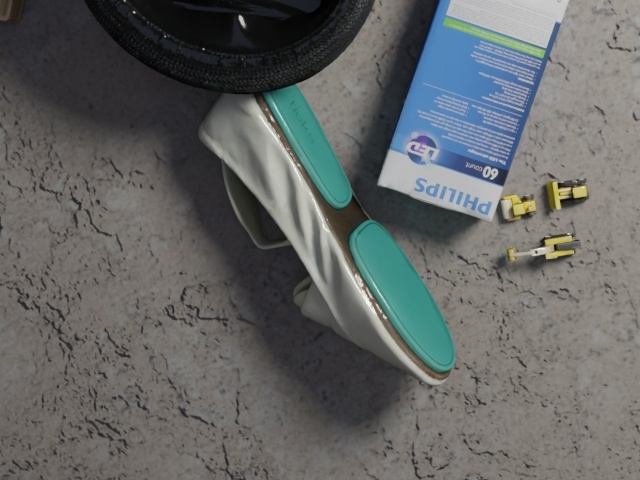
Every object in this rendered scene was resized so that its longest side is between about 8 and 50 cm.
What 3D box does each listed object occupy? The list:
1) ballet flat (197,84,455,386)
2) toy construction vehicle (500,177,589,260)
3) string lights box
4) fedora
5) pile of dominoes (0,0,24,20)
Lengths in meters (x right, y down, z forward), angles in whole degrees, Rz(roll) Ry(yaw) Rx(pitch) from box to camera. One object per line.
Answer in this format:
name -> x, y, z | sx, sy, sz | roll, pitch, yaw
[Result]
ballet flat -> 0.000, 0.000, 1.767 | 0.139, 0.139, 0.400 | -32, 92, 7
toy construction vehicle -> 0.251, -0.021, 1.783 | 0.098, 0.035, 0.086 | -7, 99, 4
string lights box -> 0.164, -0.164, 1.744 | 0.133, 0.077, 0.260 | 19, 100, 0
fedora -> -0.096, -0.314, 1.695 | 0.334, 0.152, 0.334 | 1, 99, 3
pile of dominoes -> -0.452, -0.291, 1.789 | 0.251, 0.040, 0.196 | 15, 100, 9
